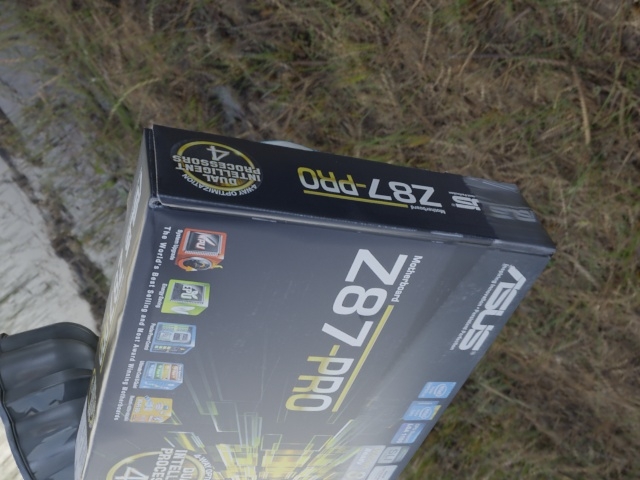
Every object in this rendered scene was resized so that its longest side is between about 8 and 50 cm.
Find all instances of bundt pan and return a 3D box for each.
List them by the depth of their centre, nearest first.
[{"bbox_3d":[-0.312,0.250,0.989,0.331,0.124,0.331,61,168,23],"label":"bundt pan"}]

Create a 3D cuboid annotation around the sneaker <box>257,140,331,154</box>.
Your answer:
[{"bbox_3d":[0.000,0.000,0.866,0.127,0.319,0.208,119,144,-45],"label":"sneaker"}]

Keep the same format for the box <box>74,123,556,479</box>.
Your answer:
[{"bbox_3d":[-0.032,0.104,0.653,0.318,0.097,0.395,7,130,-23],"label":"box"}]
